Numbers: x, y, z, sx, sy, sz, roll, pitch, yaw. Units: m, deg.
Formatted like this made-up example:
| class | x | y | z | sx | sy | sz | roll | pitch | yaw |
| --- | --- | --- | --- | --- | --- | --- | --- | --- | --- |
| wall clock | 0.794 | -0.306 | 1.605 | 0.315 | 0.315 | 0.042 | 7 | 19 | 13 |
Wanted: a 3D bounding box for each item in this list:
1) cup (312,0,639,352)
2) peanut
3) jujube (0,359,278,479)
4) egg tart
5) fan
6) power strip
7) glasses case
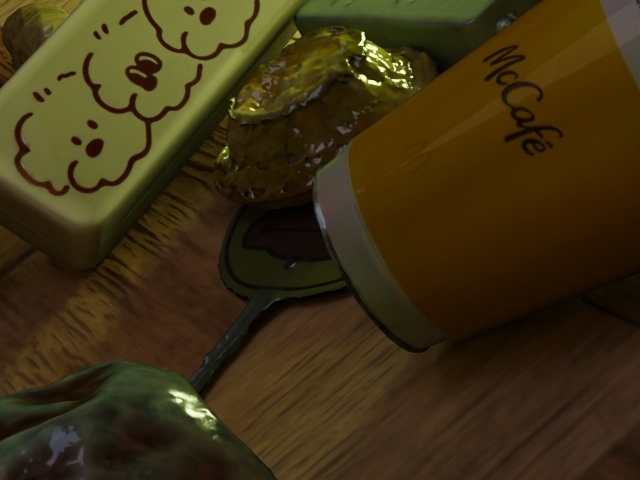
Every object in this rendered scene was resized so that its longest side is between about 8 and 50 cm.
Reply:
| class | x | y | z | sx | sy | sz | roll | pitch | yaw |
| --- | --- | --- | --- | --- | --- | --- | --- | --- | --- |
| cup | 0.144 | -0.053 | 0.987 | 0.280 | 0.196 | 0.196 | -28 | 28 | 22 |
| peanut | -0.278 | -0.197 | 1.731 | 0.080 | 0.080 | 0.174 | -37 | 25 | -10 |
| jujube | -0.155 | 0.201 | 0.836 | 0.308 | 0.215 | 0.246 | -41 | 29 | -13 |
| egg tart | -0.005 | -0.098 | 1.293 | 0.191 | 0.074 | 0.191 | -25 | 29 | 15 |
| fan | -0.001 | -0.001 | 1.212 | 0.230 | 0.011 | 0.335 | 1 | 42 | 47 |
| power strip | 0.095 | -0.179 | 1.356 | 0.093 | 0.053 | 0.288 | -45 | 30 | -23 |
| glasses case | -0.147 | -0.136 | 1.415 | 0.144 | 0.076 | 0.336 | 31 | 62 | 10 |
